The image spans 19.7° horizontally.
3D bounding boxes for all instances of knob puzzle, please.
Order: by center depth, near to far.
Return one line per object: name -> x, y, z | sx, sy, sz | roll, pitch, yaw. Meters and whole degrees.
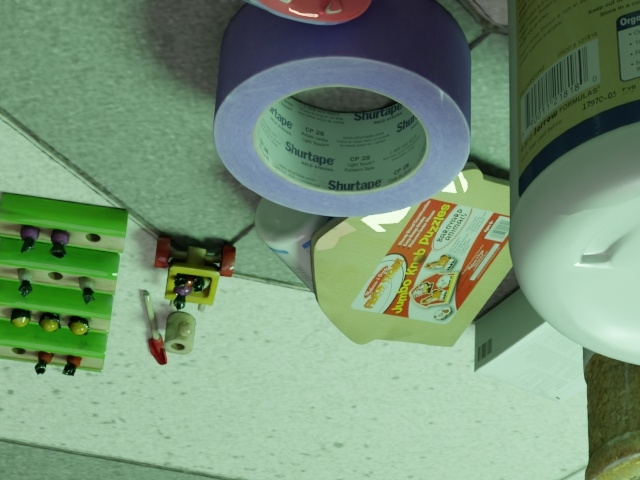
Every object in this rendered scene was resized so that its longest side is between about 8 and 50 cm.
knob puzzle -> 0.071, 0.006, 1.489 | 0.213, 0.030, 0.213 | -15, 137, -14

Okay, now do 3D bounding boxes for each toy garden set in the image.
toy garden set -> -0.190, 0.061, 1.632 | 0.204, 0.049, 0.244 | 8, 145, -7

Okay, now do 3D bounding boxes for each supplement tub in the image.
supplement tub -> 0.227, -0.106, 1.125 | 0.228, 0.316, 0.228 | 2, 145, 2
supplement tub -> 0.000, 0.000, 1.511 | 0.071, 0.071, 0.107 | -15, 141, 24

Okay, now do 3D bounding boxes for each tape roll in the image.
tape roll -> 0.017, -0.103, 1.355 | 0.189, 0.080, 0.189 | 3, 144, 2

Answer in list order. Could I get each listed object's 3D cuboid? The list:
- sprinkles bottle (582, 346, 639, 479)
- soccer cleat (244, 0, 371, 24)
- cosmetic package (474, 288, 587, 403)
sprinkles bottle -> 0.236, 0.017, 1.266 | 0.121, 0.355, 0.121 | 2, 145, 2
soccer cleat -> -0.083, -0.203, 1.239 | 0.248, 0.083, 0.095 | 13, 174, -22
cosmetic package -> 0.239, 0.054, 1.576 | 0.099, 0.060, 0.239 | 23, 141, -23
